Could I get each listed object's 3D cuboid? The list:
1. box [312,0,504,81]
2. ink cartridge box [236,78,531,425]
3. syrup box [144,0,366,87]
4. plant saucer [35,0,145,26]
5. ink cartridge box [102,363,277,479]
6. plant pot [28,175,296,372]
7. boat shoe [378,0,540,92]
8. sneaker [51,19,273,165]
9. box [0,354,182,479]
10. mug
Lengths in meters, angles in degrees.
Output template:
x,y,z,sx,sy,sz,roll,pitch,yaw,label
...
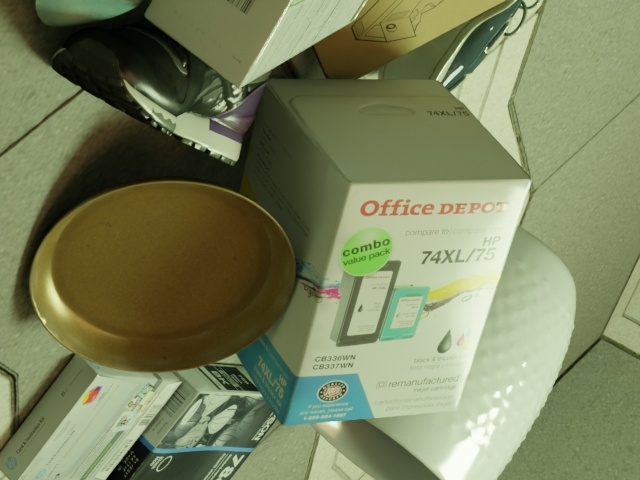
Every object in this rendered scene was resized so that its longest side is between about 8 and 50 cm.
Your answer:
x,y,z,sx,sy,sz,roll,pitch,yaw,label
0.080,-0.227,1.571,0.201,0.021,0.164,-29,153,0,box
0.041,0.006,1.617,0.198,0.197,0.270,-2,124,-26,ink cartridge box
-0.029,-0.207,1.312,0.096,0.093,0.237,-56,172,30,syrup box
-0.122,-0.219,1.209,0.195,0.037,0.195,-48,172,-9,plant saucer
-0.136,0.224,1.990,0.165,0.065,0.332,-53,160,10,ink cartridge box
-0.141,0.027,1.511,0.236,0.032,0.236,-6,134,-6,plant pot
0.156,-0.234,1.709,0.079,0.095,0.254,-13,141,-54,boat shoe
-0.115,-0.151,1.342,0.124,0.107,0.283,-61,165,3,sneaker
-0.237,0.186,1.754,0.145,0.038,0.186,-52,160,9,box
0.144,0.113,2.106,0.328,0.276,0.374,-53,136,-16,mug
